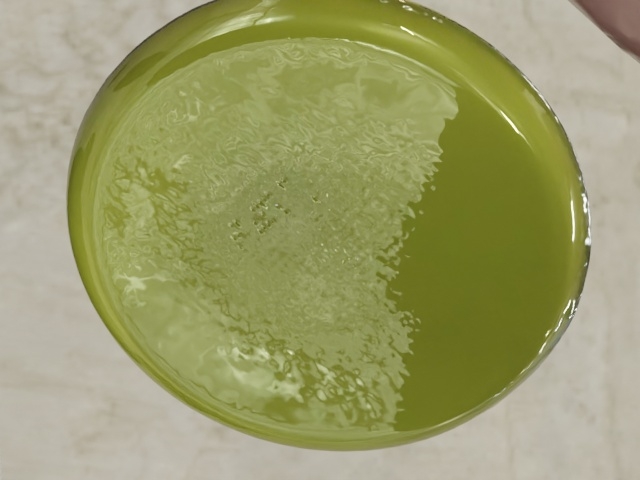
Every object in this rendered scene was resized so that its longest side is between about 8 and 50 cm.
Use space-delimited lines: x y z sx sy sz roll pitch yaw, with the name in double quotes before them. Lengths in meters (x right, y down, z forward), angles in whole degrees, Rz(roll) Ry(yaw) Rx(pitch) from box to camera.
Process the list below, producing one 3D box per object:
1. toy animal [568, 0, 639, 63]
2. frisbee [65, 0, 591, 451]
"toy animal" 0.169 -0.093 0.455 0.195 0.169 0.281 6 46 -48
"frisbee" 0.000 0.000 0.632 0.017 0.236 0.236 -72 142 -59
